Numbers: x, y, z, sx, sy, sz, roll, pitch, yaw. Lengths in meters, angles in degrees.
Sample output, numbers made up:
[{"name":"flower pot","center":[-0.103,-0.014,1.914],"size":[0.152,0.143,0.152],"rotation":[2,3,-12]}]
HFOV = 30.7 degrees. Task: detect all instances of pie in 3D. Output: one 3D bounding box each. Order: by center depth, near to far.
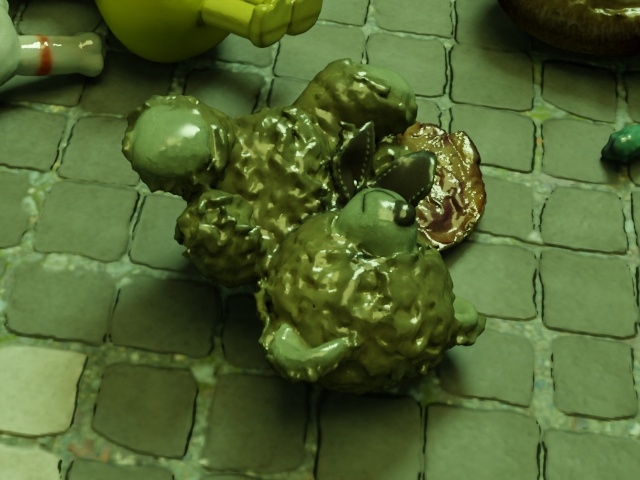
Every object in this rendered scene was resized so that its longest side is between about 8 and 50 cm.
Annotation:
[{"name":"pie","center":[0.096,-0.046,0.993],"size":[0.092,0.034,0.170],"rotation":[2,50,1]}]

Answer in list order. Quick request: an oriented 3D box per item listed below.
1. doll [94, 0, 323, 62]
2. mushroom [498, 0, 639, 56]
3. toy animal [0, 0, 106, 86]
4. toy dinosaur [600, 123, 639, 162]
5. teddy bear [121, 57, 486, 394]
[{"name":"doll","center":[-0.173,-0.253,1.080],"size":[0.363,0.145,0.199],"rotation":[23,27,23]},{"name":"mushroom","center":[0.287,-0.316,1.094],"size":[0.278,0.297,0.163],"rotation":[41,14,-15]},{"name":"toy animal","center":[-0.324,-0.167,0.974],"size":[0.282,0.138,0.140],"rotation":[-30,68,-26]},{"name":"toy dinosaur","center":[0.462,-0.164,1.118],"size":[0.383,0.331,0.129],"rotation":[-11,75,-60]},{"name":"teddy bear","center":[0.000,0.000,0.865],"size":[0.267,0.156,0.256],"rotation":[-14,52,-35]}]
